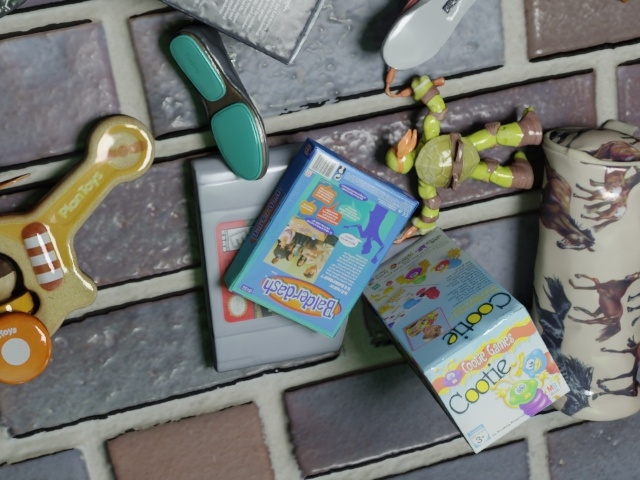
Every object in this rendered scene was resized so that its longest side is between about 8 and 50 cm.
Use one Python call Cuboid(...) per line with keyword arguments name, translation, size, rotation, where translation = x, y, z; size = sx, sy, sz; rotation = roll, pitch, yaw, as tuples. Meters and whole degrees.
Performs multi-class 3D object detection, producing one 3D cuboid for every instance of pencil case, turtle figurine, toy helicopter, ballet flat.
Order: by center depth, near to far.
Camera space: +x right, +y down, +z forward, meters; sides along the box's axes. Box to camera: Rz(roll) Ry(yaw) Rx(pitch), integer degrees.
Cuboid(name="toy helicopter", translation=(-0.343, -0.020, 1.304), size=(0.235, 0.140, 0.355), rotation=(43, 84, -16))
Cuboid(name="ballet flat", translation=(-0.109, -0.171, 1.321), size=(0.074, 0.074, 0.203), rotation=(-29, 106, -4))
Cuboid(name="turtle figurine", translation=(0.173, -0.122, 1.413), size=(0.217, 0.087, 0.269), rotation=(-6, 111, -14))
Cuboid(name="pencil case", translation=(0.376, 0.046, 1.493), size=(0.183, 0.160, 0.410), rotation=(-21, 119, -40))

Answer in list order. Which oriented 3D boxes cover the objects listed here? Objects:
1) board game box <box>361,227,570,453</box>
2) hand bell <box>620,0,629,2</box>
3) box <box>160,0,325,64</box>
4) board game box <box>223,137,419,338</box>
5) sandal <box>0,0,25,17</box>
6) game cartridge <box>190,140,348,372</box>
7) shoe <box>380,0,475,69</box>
Cuboid(name="board game box", translation=(0.173, 0.118, 1.400), size=(0.144, 0.275, 0.142), rotation=(-33, 115, -1))
Cuboid(name="hand bell", translation=(0.327, -0.380, 1.367), size=(0.126, 0.126, 0.242), rotation=(-49, 127, 6))
Cuboid(name="box", translation=(-0.113, -0.298, 1.229), size=(0.207, 0.153, 0.108), rotation=(23, 102, -23))
Cuboid(name="board game box", translation=(0.000, 0.000, 1.374), size=(0.160, 0.047, 0.210), rotation=(28, 101, -23))
Cuboid(name="sandal", translation=(-0.337, -0.440, 1.151), size=(0.168, 0.107, 0.445), rotation=(8, 95, -17))
Cuboid(name="game cartridge", translation=(-0.057, 0.023, 1.423), size=(0.196, 0.060, 0.294), rotation=(-11, 113, -16))
Cuboid(name="shoe", translation=(0.132, -0.284, 1.342), size=(0.063, 0.081, 0.178), rotation=(41, 92, -25))
